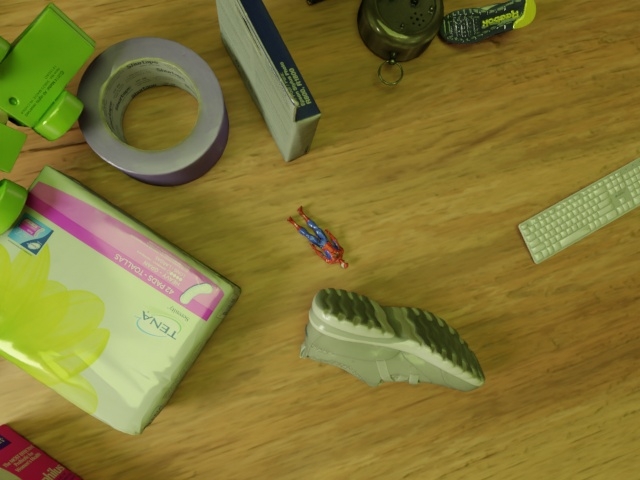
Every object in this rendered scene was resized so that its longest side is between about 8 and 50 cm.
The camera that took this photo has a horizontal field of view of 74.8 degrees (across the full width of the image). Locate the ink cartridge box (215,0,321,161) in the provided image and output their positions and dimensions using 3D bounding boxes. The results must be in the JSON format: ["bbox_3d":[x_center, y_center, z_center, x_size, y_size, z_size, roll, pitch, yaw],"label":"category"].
[{"bbox_3d":[-0.071,-0.232,0.539,0.045,0.224,0.223,-28,90,-8],"label":"ink cartridge box"}]

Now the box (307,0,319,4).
[{"bbox_3d":[-0.031,-0.528,0.531,0.073,0.295,0.293,-24,90,-9],"label":"box"}]

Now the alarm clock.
[{"bbox_3d":[0.123,-0.336,0.654,0.129,0.064,0.192,10,88,-6],"label":"alarm clock"}]

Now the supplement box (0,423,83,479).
[{"bbox_3d":[-0.372,0.352,0.515,0.220,0.111,0.114,37,82,-3],"label":"supplement box"}]

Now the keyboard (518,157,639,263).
[{"bbox_3d":[0.444,-0.051,0.692,0.256,0.014,0.072,-27,89,-8],"label":"keyboard"}]

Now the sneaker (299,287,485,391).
[{"bbox_3d":[0.103,0.160,0.611,0.281,0.105,0.115,22,117,-9],"label":"sneaker"}]

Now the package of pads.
[{"bbox_3d":[-0.290,0.081,0.551,0.296,0.101,0.229,33,82,-3],"label":"package of pads"}]

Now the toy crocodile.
[{"bbox_3d":[-0.382,-0.123,0.481,0.115,0.105,0.341,37,75,-48],"label":"toy crocodile"}]

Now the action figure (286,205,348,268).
[{"bbox_3d":[0.000,0.000,0.629,0.115,0.030,0.038,45,77,-4],"label":"action figure"}]

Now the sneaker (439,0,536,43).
[{"bbox_3d":[0.264,-0.352,0.678,0.144,0.059,0.053,-6,115,10],"label":"sneaker"}]

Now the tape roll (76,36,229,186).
[{"bbox_3d":[-0.227,-0.175,0.589,0.189,0.080,0.189,1,86,-7],"label":"tape roll"}]
